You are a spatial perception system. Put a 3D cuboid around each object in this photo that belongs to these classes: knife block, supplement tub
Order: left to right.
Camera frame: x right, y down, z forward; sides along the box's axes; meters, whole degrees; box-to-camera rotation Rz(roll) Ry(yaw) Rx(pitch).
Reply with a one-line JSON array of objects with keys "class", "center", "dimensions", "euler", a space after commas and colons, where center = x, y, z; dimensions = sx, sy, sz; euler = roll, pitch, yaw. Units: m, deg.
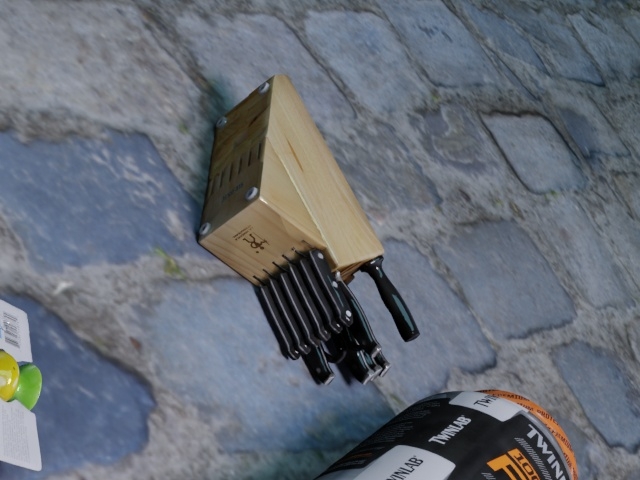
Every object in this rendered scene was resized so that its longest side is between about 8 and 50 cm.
[{"class": "knife block", "center": [0.000, 0.000, 1.304], "dimensions": [0.242, 0.088, 0.276], "euler": [38, 35, -29]}, {"class": "supplement tub", "center": [0.096, 0.243, 1.102], "dimensions": [0.193, 0.193, 0.316], "euler": [58, 31, 4]}]

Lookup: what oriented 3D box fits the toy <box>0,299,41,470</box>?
[{"class": "toy", "center": [-0.289, 0.070, 0.866], "dimensions": [0.237, 0.056, 0.137], "euler": [30, 35, -44]}]
